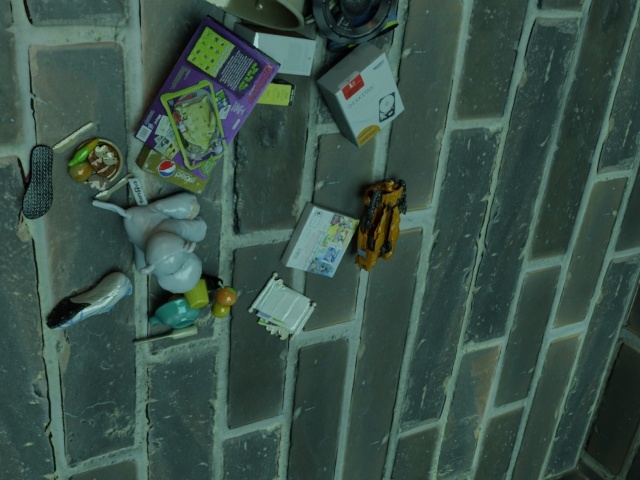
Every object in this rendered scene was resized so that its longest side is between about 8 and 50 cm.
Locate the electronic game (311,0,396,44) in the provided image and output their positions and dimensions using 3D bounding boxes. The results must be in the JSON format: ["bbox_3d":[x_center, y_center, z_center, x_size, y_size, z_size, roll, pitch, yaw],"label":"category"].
[{"bbox_3d":[0.087,-0.611,1.806,0.229,0.048,0.229,-10,127,-14],"label":"electronic game"}]

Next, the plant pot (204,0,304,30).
[{"bbox_3d":[-0.140,-0.676,1.563,0.334,0.334,0.305,19,92,-38],"label":"plant pot"}]

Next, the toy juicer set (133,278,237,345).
[{"bbox_3d":[-0.368,0.194,2.001,0.209,0.089,0.329,1,151,-47],"label":"toy juicer set"}]

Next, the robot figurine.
[{"bbox_3d":[0.184,-0.058,2.208,0.211,0.085,0.291,-25,130,-48],"label":"robot figurine"}]

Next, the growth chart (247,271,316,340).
[{"bbox_3d":[-0.119,0.218,2.232,0.172,0.021,0.237,-50,130,2],"label":"growth chart"}]

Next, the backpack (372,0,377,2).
[{"bbox_3d":[0.134,-0.683,1.854,0.105,0.084,0.114,-32,132,-9],"label":"backpack"}]

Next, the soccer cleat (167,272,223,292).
[{"bbox_3d":[-0.354,0.107,1.999,0.179,0.060,0.072,2,113,-30],"label":"soccer cleat"}]

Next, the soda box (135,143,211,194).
[{"bbox_3d":[-0.376,-0.184,1.823,0.181,0.058,0.061,22,103,-39],"label":"soda box"}]

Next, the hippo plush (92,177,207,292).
[{"bbox_3d":[-0.374,-0.004,1.798,0.234,0.236,0.294,-34,132,-15],"label":"hippo plush"}]

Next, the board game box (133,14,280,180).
[{"bbox_3d":[-0.275,-0.337,1.711,0.208,0.056,0.347,34,111,-11],"label":"board game box"}]

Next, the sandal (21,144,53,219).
[{"bbox_3d":[-0.668,-0.138,1.683,0.067,0.040,0.179,5,98,-40],"label":"sandal"}]

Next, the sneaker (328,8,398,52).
[{"bbox_3d":[0.106,-0.576,1.919,0.209,0.069,0.082,-27,92,-6],"label":"sneaker"}]

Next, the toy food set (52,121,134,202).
[{"bbox_3d":[-0.544,-0.183,1.730,0.132,0.038,0.192,-39,129,-8],"label":"toy food set"}]

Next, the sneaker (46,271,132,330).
[{"bbox_3d":[-0.602,0.172,1.864,0.237,0.085,0.086,-31,135,-10],"label":"sneaker"}]

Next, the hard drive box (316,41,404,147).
[{"bbox_3d":[0.115,-0.400,1.962,0.181,0.089,0.232,-42,143,-6],"label":"hard drive box"}]

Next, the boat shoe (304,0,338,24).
[{"bbox_3d":[0.011,-0.618,1.837,0.152,0.056,0.049,-40,115,-6],"label":"boat shoe"}]

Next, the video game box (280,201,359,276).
[{"bbox_3d":[0.000,0.000,2.171,0.187,0.048,0.205,17,105,-36],"label":"video game box"}]

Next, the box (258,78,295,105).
[{"bbox_3d":[-0.186,-0.388,1.815,0.232,0.087,0.058,-2,114,-30],"label":"box"}]

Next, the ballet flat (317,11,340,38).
[{"bbox_3d":[0.040,-0.574,1.890,0.114,0.041,0.041,-36,129,-11],"label":"ballet flat"}]

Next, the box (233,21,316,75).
[{"bbox_3d":[-0.119,-0.479,1.776,0.170,0.130,0.091,-2,117,-32],"label":"box"}]
